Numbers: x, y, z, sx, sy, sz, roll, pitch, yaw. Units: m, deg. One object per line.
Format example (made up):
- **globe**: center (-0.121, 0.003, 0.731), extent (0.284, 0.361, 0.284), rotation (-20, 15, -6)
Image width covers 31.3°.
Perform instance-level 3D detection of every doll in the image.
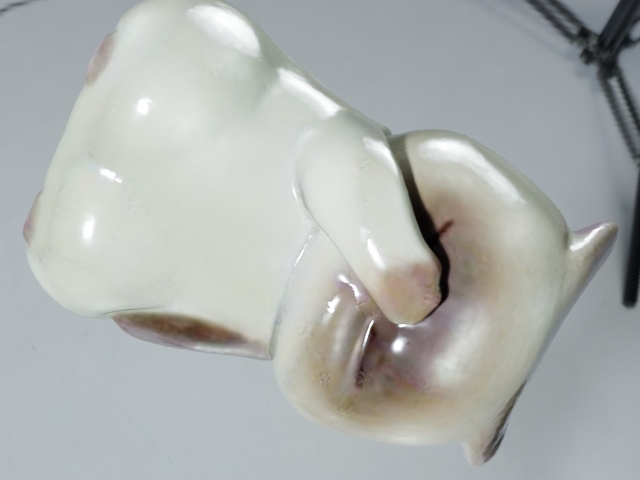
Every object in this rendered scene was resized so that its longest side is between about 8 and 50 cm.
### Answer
- **doll**: center (-0.018, -0.008, 0.721), extent (0.370, 0.226, 0.215), rotation (27, 92, 11)
